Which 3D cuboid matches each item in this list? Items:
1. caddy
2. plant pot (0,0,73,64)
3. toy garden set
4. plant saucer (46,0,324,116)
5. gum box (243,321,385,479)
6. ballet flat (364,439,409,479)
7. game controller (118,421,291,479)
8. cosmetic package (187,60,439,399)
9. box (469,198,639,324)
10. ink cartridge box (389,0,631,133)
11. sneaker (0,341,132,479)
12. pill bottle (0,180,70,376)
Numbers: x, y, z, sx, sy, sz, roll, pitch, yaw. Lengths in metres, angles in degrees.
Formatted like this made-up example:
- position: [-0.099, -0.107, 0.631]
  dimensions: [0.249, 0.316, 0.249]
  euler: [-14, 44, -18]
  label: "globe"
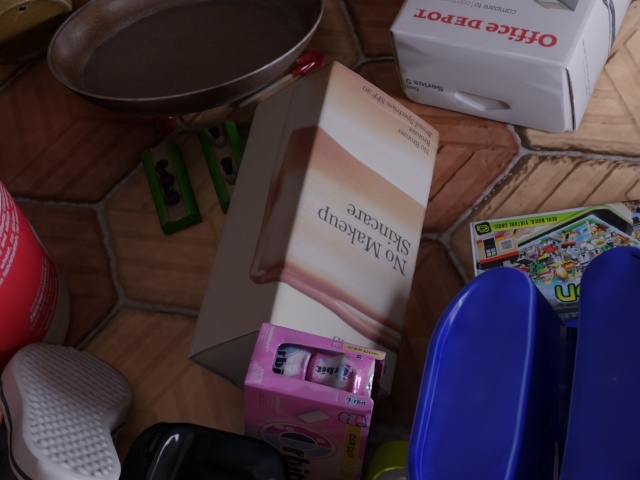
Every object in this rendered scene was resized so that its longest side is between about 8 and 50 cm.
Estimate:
- position: [0.214, 0.168, 1.132]
  dimensions: [0.241, 0.179, 0.341]
  euler: [-10, 43, 27]
  label: "caddy"
- position: [-0.401, -0.341, 1.617]
  dimensions: [0.237, 0.237, 0.254]
  euler: [-28, 69, -5]
  label: "plant pot"
- position: [-0.083, -0.136, 1.488]
  dimensions: [0.244, 0.049, 0.203]
  euler: [-20, 55, 0]
  label: "toy garden set"
- position: [-0.146, -0.221, 1.517]
  dimensions: [0.311, 0.050, 0.310]
  euler: [-8, 38, 6]
  label: "plant saucer"
- position: [-0.008, 0.146, 1.182]
  dimensions: [0.107, 0.188, 0.062]
  euler: [12, 58, 5]
  label: "gum box"
- position: [0.077, 0.262, 1.165]
  dimensions: [0.077, 0.077, 0.231]
  euler: [-11, 55, 8]
  label: "ballet flat"
- position: [-0.130, 0.312, 1.147]
  dimensions: [0.167, 0.067, 0.319]
  euler: [10, 75, 25]
  label: "game controller"
- position: [0.000, 0.000, 1.292]
  dimensions: [0.129, 0.153, 0.296]
  euler: [-24, 44, 46]
  label: "cosmetic package"
- position: [0.251, 0.023, 1.306]
  dimensions: [0.207, 0.036, 0.114]
  euler: [-8, 56, 9]
  label: "box"
- position: [0.219, -0.267, 1.460]
  dimensions: [0.198, 0.114, 0.272]
  euler: [15, 62, 22]
  label: "ink cartridge box"
- position: [-0.245, 0.192, 1.221]
  dimensions: [0.126, 0.321, 0.127]
  euler: [22, 101, -11]
  label: "sneaker"
- position: [-0.405, -0.011, 1.265]
  dimensions: [0.229, 0.407, 0.229]
  euler: [-7, 56, 10]
  label: "pill bottle"
